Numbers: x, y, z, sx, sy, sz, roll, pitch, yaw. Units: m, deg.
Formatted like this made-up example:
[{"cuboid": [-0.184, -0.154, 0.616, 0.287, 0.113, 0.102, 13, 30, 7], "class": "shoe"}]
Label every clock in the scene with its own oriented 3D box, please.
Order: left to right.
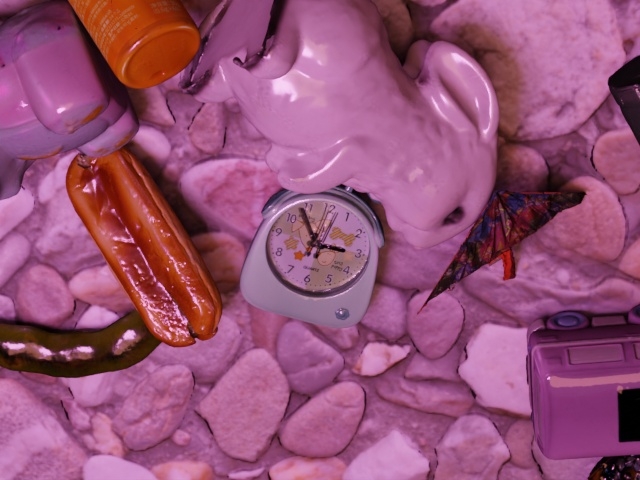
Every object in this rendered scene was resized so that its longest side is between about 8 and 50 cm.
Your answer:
[{"cuboid": [0.000, 0.000, 1.876, 0.148, 0.060, 0.188, 17, 113, -5], "class": "clock"}]

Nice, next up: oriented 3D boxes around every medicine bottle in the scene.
[{"cuboid": [-0.205, -0.252, 1.700, 0.096, 0.096, 0.192, -41, 64, 18], "class": "medicine bottle"}]

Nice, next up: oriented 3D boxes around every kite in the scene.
[{"cuboid": [0.195, -0.001, 1.839, 0.232, 0.009, 0.189, -32, 148, -7], "class": "kite"}]

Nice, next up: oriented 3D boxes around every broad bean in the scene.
[{"cuboid": [-0.263, 0.090, 1.936, 0.292, 0.049, 0.144, -29, 104, 11], "class": "broad bean"}]

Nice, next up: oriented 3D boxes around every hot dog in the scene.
[{"cuboid": [-0.190, 0.004, 1.855, 0.100, 0.068, 0.249, -30, 90, 23], "class": "hot dog"}]

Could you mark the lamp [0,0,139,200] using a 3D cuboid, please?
[{"cuboid": [-0.372, -0.150, 1.762, 0.301, 0.247, 0.247, -24, 80, 5], "class": "lamp"}]

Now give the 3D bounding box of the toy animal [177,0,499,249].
[{"cuboid": [0.047, -0.149, 1.752, 0.357, 0.194, 0.257, 30, 77, -25], "class": "toy animal"}]

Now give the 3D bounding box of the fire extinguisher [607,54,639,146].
[{"cuboid": [0.423, -0.061, 1.809, 0.114, 0.095, 0.311, -11, 118, 41], "class": "fire extinguisher"}]

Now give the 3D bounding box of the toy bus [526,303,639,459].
[{"cuboid": [0.336, 0.163, 1.890, 0.203, 0.142, 0.142, -4, 113, 4], "class": "toy bus"}]

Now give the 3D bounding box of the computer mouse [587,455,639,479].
[{"cuboid": [0.376, 0.313, 1.973, 0.147, 0.077, 0.241, 19, 123, -22], "class": "computer mouse"}]
